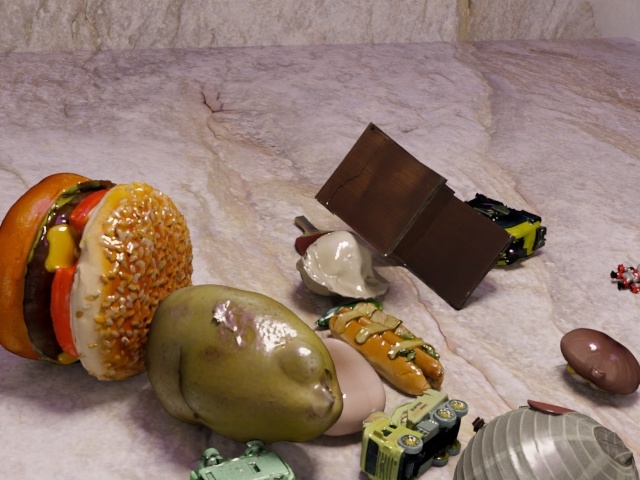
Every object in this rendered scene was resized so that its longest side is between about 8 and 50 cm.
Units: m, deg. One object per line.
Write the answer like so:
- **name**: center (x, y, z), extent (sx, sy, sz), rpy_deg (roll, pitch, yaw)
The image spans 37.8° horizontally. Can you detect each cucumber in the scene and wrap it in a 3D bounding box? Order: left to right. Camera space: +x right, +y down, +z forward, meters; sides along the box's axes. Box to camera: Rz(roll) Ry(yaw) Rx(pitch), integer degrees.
- **cucumber**: center (0.050, 0.134, 1.730), extent (0.155, 0.037, 0.037), rpy_deg (-12, 30, -31)

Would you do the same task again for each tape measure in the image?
- **tape measure**: center (0.364, -0.019, 2.014), extent (0.199, 0.112, 0.186), rpy_deg (25, 34, 38)

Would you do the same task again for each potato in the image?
- **potato**: center (-0.109, 0.184, 1.371), extent (0.351, 0.218, 0.202), rpy_deg (12, -2, 39)

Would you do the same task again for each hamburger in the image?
- **hamburger**: center (-0.354, 0.056, 1.506), extent (0.250, 0.329, 0.330), rpy_deg (14, 27, 19)

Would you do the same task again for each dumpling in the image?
- **dumpling**: center (0.054, 0.058, 1.798), extent (0.172, 0.142, 0.247), rpy_deg (37, 19, 16)

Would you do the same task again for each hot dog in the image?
- **hot dog**: center (0.117, 0.181, 1.607), extent (0.109, 0.072, 0.269), rpy_deg (-19, 33, -35)

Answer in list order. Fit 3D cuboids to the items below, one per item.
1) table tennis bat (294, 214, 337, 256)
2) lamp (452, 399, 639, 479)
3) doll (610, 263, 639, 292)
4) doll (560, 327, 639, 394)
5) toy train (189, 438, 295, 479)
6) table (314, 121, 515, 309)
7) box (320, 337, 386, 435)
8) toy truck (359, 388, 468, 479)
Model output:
- **table tennis bat**: center (0.000, 0.000, 2.019), extent (0.130, 0.019, 0.220), rpy_deg (-10, 31, -25)
- **lamp**: center (0.287, 0.315, 1.163), extent (0.265, 0.233, 0.233), rpy_deg (29, 9, -36)
- **doll**: center (0.689, 0.069, 1.945), extent (0.169, 0.057, 0.109), rpy_deg (-15, 44, -7)
- **doll**: center (0.486, 0.209, 1.597), extent (0.188, 0.096, 0.145), rpy_deg (12, 27, -52)
- **toy train**: center (-0.113, 0.334, 1.257), extent (0.149, 0.081, 0.099), rpy_deg (-6, 27, -32)
- **table**: center (0.184, -0.050, 1.830), extent (0.251, 0.196, 0.282), rpy_deg (35, 5, -37)
- **box**: center (0.016, 0.228, 1.472), extent (0.146, 0.088, 0.200), rpy_deg (-9, 30, -23)
- **toy truck**: center (0.130, 0.283, 1.378), extent (0.116, 0.085, 0.191), rpy_deg (21, 29, 33)
